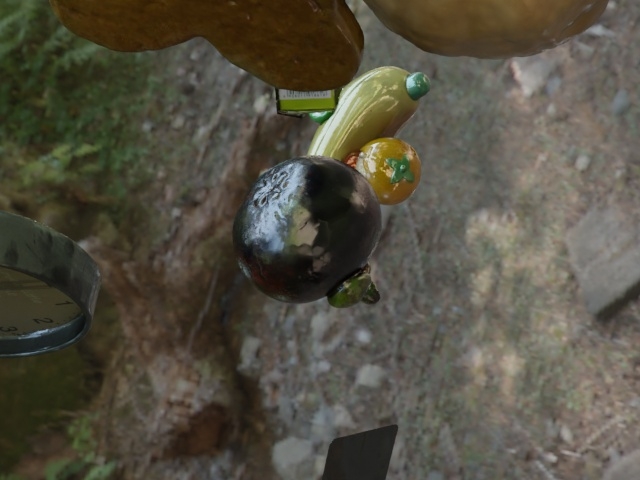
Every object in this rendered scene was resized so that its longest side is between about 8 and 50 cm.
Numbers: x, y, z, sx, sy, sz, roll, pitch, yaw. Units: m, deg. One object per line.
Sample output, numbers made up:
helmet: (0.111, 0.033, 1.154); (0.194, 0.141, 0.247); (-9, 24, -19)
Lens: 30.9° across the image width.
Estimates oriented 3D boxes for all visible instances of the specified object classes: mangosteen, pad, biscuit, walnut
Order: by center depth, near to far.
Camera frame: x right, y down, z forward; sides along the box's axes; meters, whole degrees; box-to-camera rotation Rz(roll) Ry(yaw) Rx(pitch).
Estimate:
biscuit: (-0.041, -0.281, 0.762); (0.432, 0.283, 0.064); (106, 179, -49)
walnut: (0.142, -0.306, 1.004); (0.306, 0.306, 0.344); (-58, -1, 24)
pad: (0.043, 0.309, 1.481); (0.003, 0.112, 0.157); (37, 124, 45)
mangosteen: (-0.009, -0.008, 1.578); (0.216, 0.216, 0.216); (-34, 47, 47)

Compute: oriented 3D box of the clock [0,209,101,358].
clock: (-0.496, 0.064, 1.586); (0.386, 0.386, 0.076); (-32, 48, 49)

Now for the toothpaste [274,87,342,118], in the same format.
toothpaste: (-0.023, -0.326, 1.452); (0.110, 0.077, 0.327); (-69, -24, -67)

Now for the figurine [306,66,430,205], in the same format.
figurine: (0.073, -0.127, 1.864); (0.222, 0.124, 0.324); (12, 78, 41)
